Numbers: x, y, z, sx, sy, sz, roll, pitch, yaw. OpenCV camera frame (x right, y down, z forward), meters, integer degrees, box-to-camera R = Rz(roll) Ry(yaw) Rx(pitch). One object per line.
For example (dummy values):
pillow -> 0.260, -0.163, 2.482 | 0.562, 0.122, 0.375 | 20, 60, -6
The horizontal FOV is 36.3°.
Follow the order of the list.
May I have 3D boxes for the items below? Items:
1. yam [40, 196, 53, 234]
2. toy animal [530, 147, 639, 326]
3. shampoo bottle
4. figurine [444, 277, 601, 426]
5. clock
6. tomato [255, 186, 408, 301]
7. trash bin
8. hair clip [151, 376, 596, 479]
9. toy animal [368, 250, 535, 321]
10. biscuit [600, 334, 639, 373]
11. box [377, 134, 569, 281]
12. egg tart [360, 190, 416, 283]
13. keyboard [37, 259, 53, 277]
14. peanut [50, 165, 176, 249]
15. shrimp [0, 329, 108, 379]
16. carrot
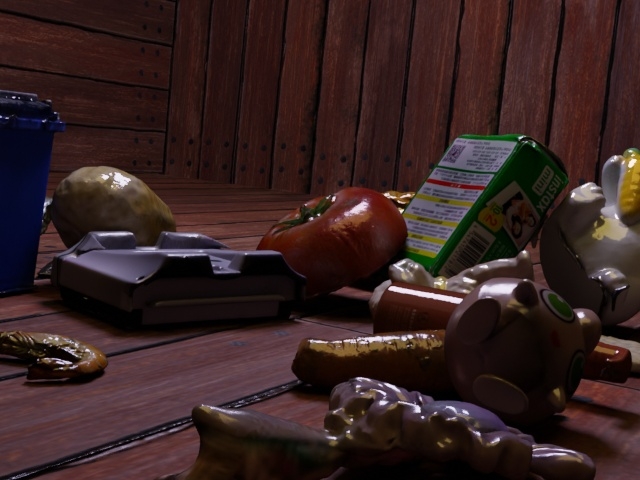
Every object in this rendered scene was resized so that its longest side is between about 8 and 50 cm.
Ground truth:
yam -> -0.505, -0.032, 1.404 | 0.259, 0.106, 0.106 | 10, 7, 8
toy animal -> 0.453, 0.016, 1.308 | 0.310, 0.247, 0.183 | -13, 30, -20
shampoo bottle -> 0.172, 0.096, 0.935 | 0.244, 0.085, 0.085 | 9, 7, 31
figurine -> 0.164, 0.089, 0.799 | 0.125, 0.125, 0.138 | 10, 5, 34
clock -> -0.161, 0.041, 1.134 | 0.253, 0.083, 0.186 | 0, 9, -42
tomato -> 0.000, -0.002, 1.276 | 0.225, 0.085, 0.225 | -22, 20, 8
trash bin -> -0.406, -0.058, 1.124 | 0.162, 0.234, 0.184 | 7, 6, 23
hair clip -> 0.031, 0.126, 0.601 | 0.300, 0.069, 0.173 | 2, 7, -34
toy animal -> 0.155, 0.085, 1.103 | 0.185, 0.104, 0.184 | -10, -25, 10
biscuit -> 0.323, 0.124, 1.094 | 0.152, 0.020, 0.152 | 6, 7, -1
box -> 0.197, -0.024, 1.296 | 0.103, 0.250, 0.180 | 41, -10, -24
egg tart -> 0.150, 0.015, 1.528 | 0.297, 0.132, 0.297 | -3, 19, 1
keyboard -> -0.350, 0.036, 1.342 | 0.053, 0.010, 0.155 | 4, 7, -6
peanut -> -0.258, -0.017, 1.259 | 0.129, 0.129, 0.224 | 8, -12, 20
shrimp -> -0.246, 0.096, 0.829 | 0.127, 0.025, 0.091 | 9, 8, 6
carrot -> 0.065, 0.108, 0.861 | 0.186, 0.060, 0.060 | 2, 7, -14
